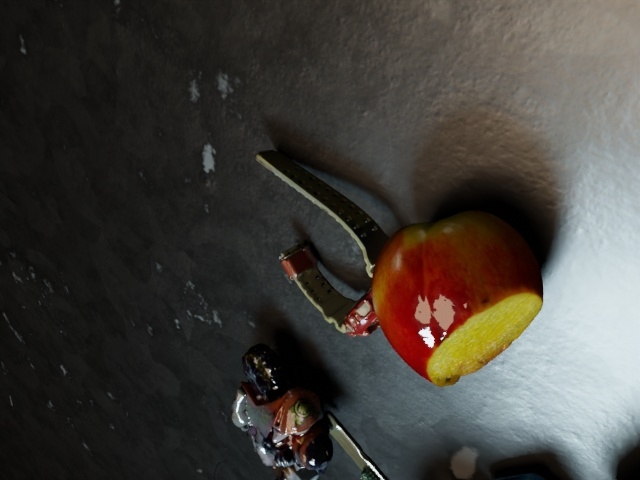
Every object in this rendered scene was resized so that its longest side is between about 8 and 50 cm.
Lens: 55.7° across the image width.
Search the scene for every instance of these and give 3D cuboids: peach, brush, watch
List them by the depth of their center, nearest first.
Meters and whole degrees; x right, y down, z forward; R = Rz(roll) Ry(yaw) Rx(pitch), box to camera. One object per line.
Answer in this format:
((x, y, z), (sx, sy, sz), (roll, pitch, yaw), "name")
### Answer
((0.149, 0.066, 0.665), (0.190, 0.190, 0.192), (-17, 92, 44), "peach")
((0.003, 0.008, 0.823), (0.268, 0.102, 0.165), (41, 136, 23), "watch")
((0.063, 0.380, 1.039), (0.190, 0.027, 0.034), (50, 134, 4), "brush")

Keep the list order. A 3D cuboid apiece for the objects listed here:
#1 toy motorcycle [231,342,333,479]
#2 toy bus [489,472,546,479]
((-0.057, 0.363, 1.052), (0.207, 0.134, 0.401), (36, 137, 33), "toy motorcycle")
((0.308, 0.442, 0.805), (0.246, 0.134, 0.113), (53, 135, -2), "toy bus")
